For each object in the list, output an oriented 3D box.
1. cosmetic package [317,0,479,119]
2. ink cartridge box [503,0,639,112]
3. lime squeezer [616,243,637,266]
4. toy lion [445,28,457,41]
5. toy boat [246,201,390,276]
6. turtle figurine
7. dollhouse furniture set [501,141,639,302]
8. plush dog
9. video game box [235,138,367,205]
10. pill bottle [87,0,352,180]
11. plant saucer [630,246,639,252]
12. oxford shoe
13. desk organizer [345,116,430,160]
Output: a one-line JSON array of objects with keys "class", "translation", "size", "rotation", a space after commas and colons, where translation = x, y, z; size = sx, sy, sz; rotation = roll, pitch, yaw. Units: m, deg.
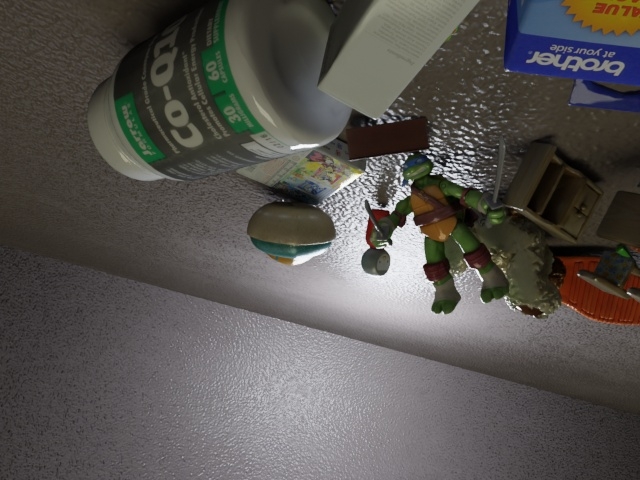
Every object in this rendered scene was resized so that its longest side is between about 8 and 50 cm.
[{"class": "cosmetic package", "translation": [0.086, -0.241, 0.472], "size": [0.085, 0.117, 0.231], "rotation": [22, 144, -19]}, {"class": "ink cartridge box", "translation": [0.300, -0.248, 0.344], "size": [0.269, 0.151, 0.395], "rotation": [10, 160, 9]}, {"class": "lime squeezer", "translation": [0.742, 0.079, 1.048], "size": [0.310, 0.059, 0.110], "rotation": [16, 128, -4]}, {"class": "toy lion", "translation": [0.110, -0.265, 0.573], "size": [0.096, 0.034, 0.100], "rotation": [-9, 150, 30]}, {"class": "toy boat", "translation": [0.000, 0.000, 1.065], "size": [0.318, 0.148, 0.267], "rotation": [3, -171, -4]}, {"class": "turtle figurine", "translation": [0.192, -0.003, 0.793], "size": [0.266, 0.197, 0.274], "rotation": [63, 175, -11]}, {"class": "dollhouse furniture set", "translation": [0.417, -0.044, 0.701], "size": [0.161, 0.212, 0.242], "rotation": [25, -177, -31]}, {"class": "plush dog", "translation": [0.369, 0.015, 0.971], "size": [0.262, 0.211, 0.225], "rotation": [26, -177, 27]}, {"class": "video game box", "translation": [-0.041, -0.146, 0.933], "size": [0.187, 0.048, 0.205], "rotation": [24, 157, -21]}, {"class": "pill bottle", "translation": [-0.151, -0.192, 0.667], "size": [0.361, 0.204, 0.204], "rotation": [-7, 151, 40]}, {"class": "plant saucer", "translation": [0.646, 0.005, 0.947], "size": [0.083, 0.013, 0.083], "rotation": [12, 159, 5]}, {"class": "oxford shoe", "translation": [0.555, 0.090, 1.083], "size": [0.363, 0.130, 0.132], "rotation": [17, -175, 23]}, {"class": "desk organizer", "translation": [0.108, -0.163, 0.795], "size": [0.130, 0.050, 0.047], "rotation": [-7, -171, 9]}]
